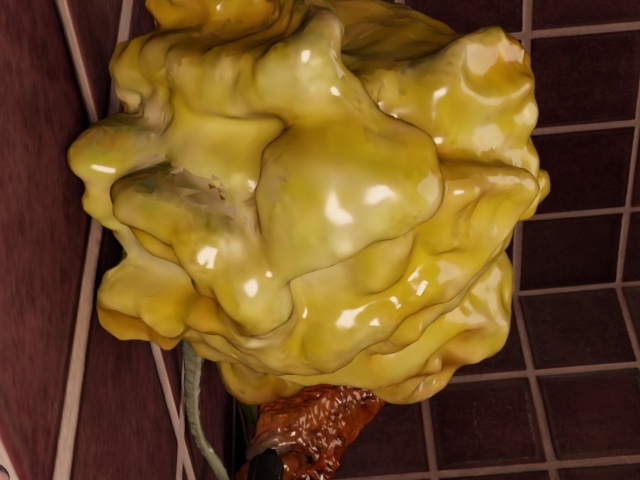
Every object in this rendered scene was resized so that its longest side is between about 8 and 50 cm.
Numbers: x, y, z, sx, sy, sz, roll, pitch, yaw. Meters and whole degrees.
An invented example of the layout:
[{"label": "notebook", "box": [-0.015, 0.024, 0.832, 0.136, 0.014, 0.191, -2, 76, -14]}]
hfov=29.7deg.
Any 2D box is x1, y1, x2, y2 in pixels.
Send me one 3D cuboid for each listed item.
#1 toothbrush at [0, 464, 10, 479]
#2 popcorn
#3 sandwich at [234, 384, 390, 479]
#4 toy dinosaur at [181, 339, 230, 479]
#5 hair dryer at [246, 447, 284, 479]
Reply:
[{"label": "toothbrush", "box": [-0.135, 0.100, 0.355, 0.269, 0.021, 0.027, -72, 163, -87]}, {"label": "popcorn", "box": [-0.012, -0.035, 0.753, 0.312, 0.312, 0.312, -5, 90, -88]}, {"label": "sandwich", "box": [-0.032, 0.211, 1.433, 0.162, 0.250, 0.301, 42, 9, 6]}, {"label": "toy dinosaur", "box": [-0.089, 0.081, 0.976, 0.129, 0.076, 0.383, -132, -140, -59]}, {"label": "hair dryer", "box": [-0.039, 0.237, 1.055, 0.255, 0.128, 0.070, -75, 161, -72]}]
